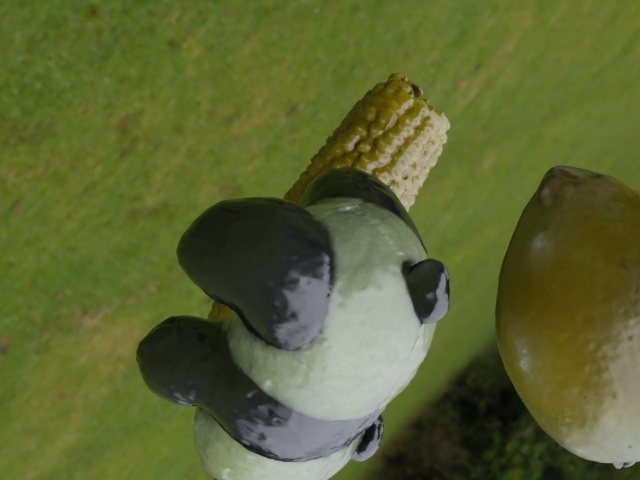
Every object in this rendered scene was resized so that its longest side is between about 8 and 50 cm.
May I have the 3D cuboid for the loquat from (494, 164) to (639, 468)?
[{"bbox_3d":[0.180,0.046,0.857,0.152,0.195,0.152,-11,-179,0],"label":"loquat"}]

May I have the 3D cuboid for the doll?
[{"bbox_3d":[-0.015,0.063,0.807,0.144,0.135,0.234,-21,151,-42],"label":"doll"}]

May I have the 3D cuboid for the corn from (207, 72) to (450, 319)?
[{"bbox_3d":[0.000,0.000,1.354,0.363,0.120,0.120,-58,169,12],"label":"corn"}]
